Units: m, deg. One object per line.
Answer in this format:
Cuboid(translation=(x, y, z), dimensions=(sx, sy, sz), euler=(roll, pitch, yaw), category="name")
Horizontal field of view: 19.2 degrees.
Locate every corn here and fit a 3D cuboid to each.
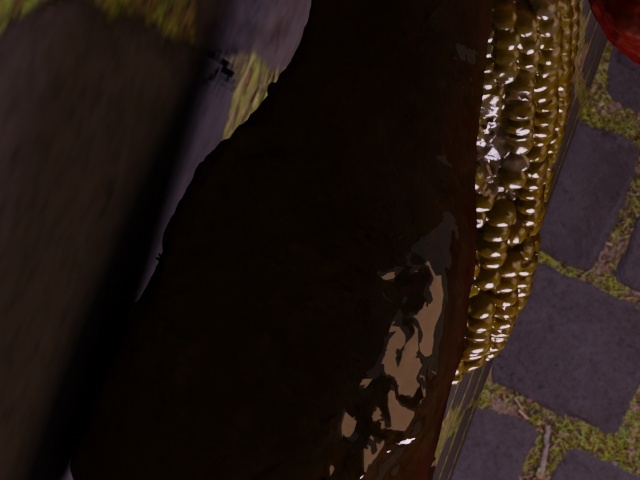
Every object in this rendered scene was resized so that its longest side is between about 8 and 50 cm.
Cuboid(translation=(0.077, -0.035, 0.992), dimensions=(0.320, 0.097, 0.097), euler=(97, 15, -48), category="corn")

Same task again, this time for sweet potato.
Cuboid(translation=(0.000, 0.000, 0.568), dimensions=(0.109, 0.109, 0.385), euler=(57, 48, -79), category="sweet potato")

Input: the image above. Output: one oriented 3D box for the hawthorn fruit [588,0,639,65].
Cuboid(translation=(0.236, -0.153, 0.997), dimensions=(0.205, 0.205, 0.253), euler=(96, 4, -57), category="hawthorn fruit")
